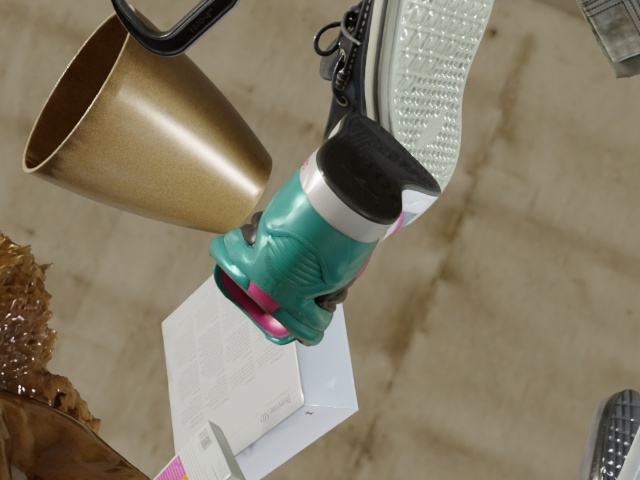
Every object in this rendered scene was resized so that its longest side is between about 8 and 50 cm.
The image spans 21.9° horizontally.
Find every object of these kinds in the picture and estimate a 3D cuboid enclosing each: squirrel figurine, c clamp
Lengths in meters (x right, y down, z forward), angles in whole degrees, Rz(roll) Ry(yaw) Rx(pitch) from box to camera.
[{"bbox_3d":[-0.346,0.155,1.405,0.281,0.397,0.370,-37,-66,18],"label":"squirrel figurine"},{"bbox_3d":[-0.139,-0.241,1.479,0.137,0.022,0.161,40,-51,-9],"label":"c clamp"}]

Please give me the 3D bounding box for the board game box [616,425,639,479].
[{"bbox_3d":[0.261,0.207,1.224,0.050,0.390,0.390,18,-38,19],"label":"board game box"}]

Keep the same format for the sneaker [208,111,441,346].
[{"bbox_3d":[0.000,0.000,1.403,0.124,0.178,0.295,45,18,4],"label":"sneaker"}]

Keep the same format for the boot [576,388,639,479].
[{"bbox_3d":[0.210,0.306,1.609,0.223,0.338,0.118,-15,-44,43],"label":"boot"}]

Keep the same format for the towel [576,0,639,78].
[{"bbox_3d":[0.429,-0.352,1.981,0.312,0.056,0.324,-17,-58,31],"label":"towel"}]

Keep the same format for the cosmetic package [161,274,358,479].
[{"bbox_3d":[-0.096,0.175,2.355,0.097,0.284,0.377,10,-31,-29],"label":"cosmetic package"}]

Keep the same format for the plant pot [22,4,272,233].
[{"bbox_3d":[-0.193,-0.119,2.023,0.254,0.237,0.237,33,-22,-21],"label":"plant pot"}]

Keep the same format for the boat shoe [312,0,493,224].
[{"bbox_3d":[0.081,-0.210,1.871,0.156,0.187,0.500,41,-27,23],"label":"boat shoe"}]

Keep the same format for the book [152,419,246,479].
[{"bbox_3d":[-0.143,0.262,1.676,0.035,0.144,0.096,36,12,-34],"label":"book"}]
